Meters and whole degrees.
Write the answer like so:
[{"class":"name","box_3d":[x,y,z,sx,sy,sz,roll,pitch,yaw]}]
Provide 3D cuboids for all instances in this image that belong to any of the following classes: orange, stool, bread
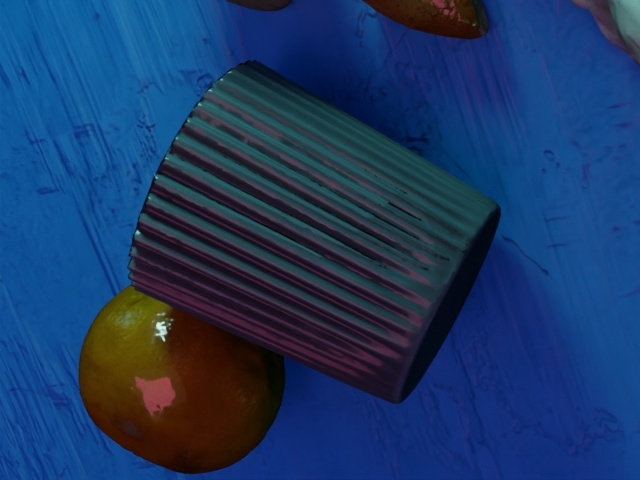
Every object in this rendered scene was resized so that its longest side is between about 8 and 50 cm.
[{"class":"orange","box_3d":[-0.170,0.166,2.015,0.261,0.261,0.261,14,121,24]},{"class":"stool","box_3d":[0.000,0.000,1.809,0.330,0.297,0.297,28,126,11]},{"class":"bread","box_3d":[0.096,-0.277,1.749,0.136,0.054,0.154,-8,108,37]}]

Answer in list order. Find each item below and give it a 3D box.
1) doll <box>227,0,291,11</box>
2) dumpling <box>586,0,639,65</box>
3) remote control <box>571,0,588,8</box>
[{"class":"doll","box_3d":[-0.095,-0.374,1.751,0.268,0.216,0.284,35,150,-20]},{"class":"dumpling","box_3d":[0.369,-0.182,1.598,0.252,0.131,0.179,20,156,29]},{"class":"remote control","box_3d":[0.255,-0.296,1.655,0.122,0.032,0.074,46,128,1]}]
